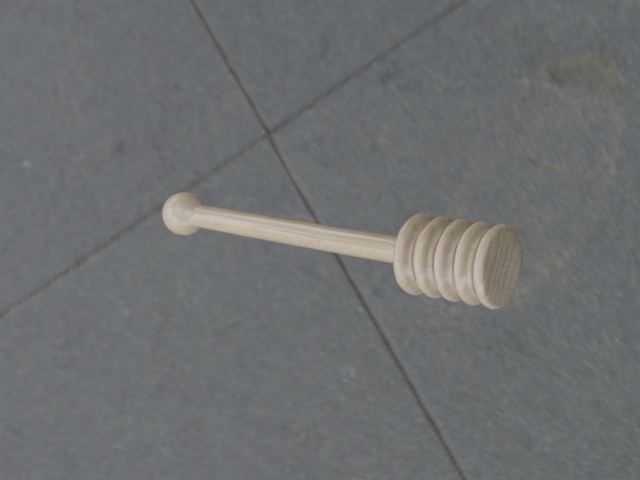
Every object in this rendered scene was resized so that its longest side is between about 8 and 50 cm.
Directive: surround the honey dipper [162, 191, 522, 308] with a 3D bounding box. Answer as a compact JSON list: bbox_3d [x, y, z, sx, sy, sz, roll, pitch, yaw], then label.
[{"bbox_3d":[0.000,0.000,0.493,0.160,0.030,0.030,8,80,38],"label":"honey dipper"}]
